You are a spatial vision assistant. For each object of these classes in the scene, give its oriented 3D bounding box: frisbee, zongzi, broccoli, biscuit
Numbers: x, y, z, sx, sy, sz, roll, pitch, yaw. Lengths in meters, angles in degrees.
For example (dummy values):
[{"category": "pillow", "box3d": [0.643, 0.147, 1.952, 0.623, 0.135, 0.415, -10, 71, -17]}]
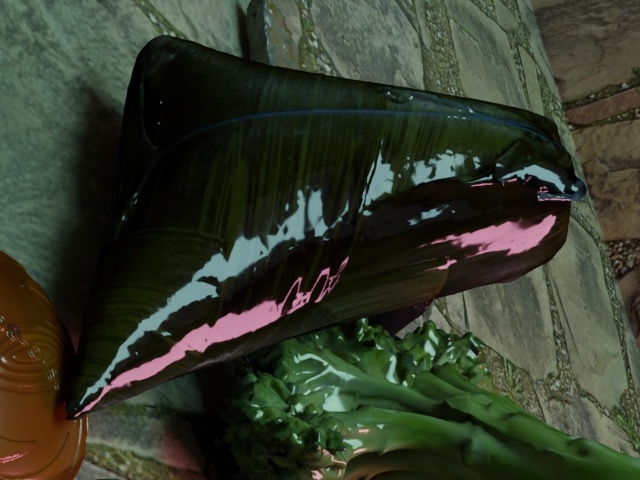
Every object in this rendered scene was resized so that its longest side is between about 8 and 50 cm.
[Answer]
[{"category": "frisbee", "box3d": [-0.215, 0.090, 1.244, 0.192, 0.035, 0.192, 53, 26, -40]}, {"category": "zongzi", "box3d": [0.013, 0.024, 1.404, 0.432, 0.403, 0.207, -81, 179, -53]}, {"category": "broccoli", "box3d": [0.127, 0.186, 1.551, 0.353, 0.397, 0.274, -77, 166, -64]}, {"category": "biscuit", "box3d": [-0.036, -0.131, 1.910, 0.141, 0.038, 0.289, 45, 32, -49]}]

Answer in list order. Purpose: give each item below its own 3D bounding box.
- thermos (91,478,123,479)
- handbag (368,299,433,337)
[{"category": "thermos", "box3d": [-0.170, 0.264, 1.030, 0.286, 0.182, 0.145, -77, -176, -50]}, {"category": "handbag", "box3d": [0.000, 0.000, 1.711, 0.215, 0.155, 0.169, 32, 28, -58]}]
